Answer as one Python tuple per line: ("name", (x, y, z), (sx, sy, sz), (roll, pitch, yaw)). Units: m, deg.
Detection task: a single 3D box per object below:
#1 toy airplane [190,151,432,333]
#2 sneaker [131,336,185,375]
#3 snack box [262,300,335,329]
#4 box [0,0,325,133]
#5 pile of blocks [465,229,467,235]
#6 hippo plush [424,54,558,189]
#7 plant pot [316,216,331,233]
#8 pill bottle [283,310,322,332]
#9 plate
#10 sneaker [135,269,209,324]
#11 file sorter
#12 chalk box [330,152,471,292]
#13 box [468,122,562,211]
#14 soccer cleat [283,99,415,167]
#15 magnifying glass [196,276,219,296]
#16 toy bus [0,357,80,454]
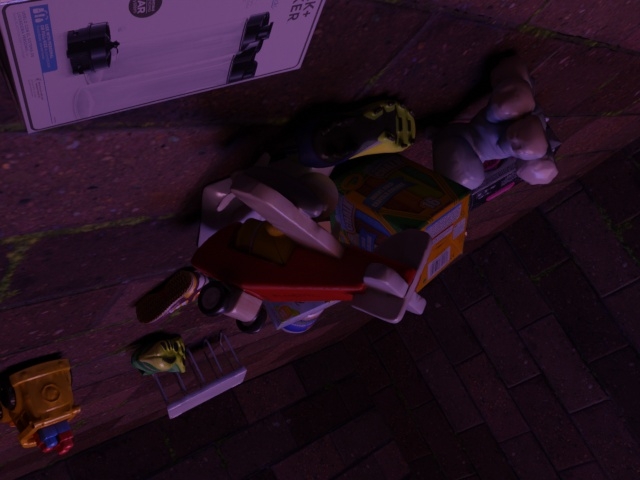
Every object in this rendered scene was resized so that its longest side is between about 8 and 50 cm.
("toy airplane", (0.000, 0.006, 0.995), (0.384, 0.272, 0.386), (12, 157, -16))
("sneaker", (-0.470, 0.336, 1.750), (0.123, 0.109, 0.295), (-7, 165, 1))
("snack box", (-0.059, 0.114, 1.574), (0.207, 0.174, 0.070), (-22, 163, -25))
("box", (-0.138, -0.210, 0.535), (0.290, 0.087, 0.169), (-22, 164, -27))
("pile of blocks", (0.307, -0.042, 1.923), (0.362, 0.149, 0.112), (-28, -149, 32))
("hippo plush", (0.323, -0.227, 1.209), (0.236, 0.234, 0.294), (-17, -146, 26))
("plant pot", (0.000, 0.000, 1.461), (0.236, 0.032, 0.236), (-7, 153, -4))
("pill bottle", (-0.072, 0.209, 1.911), (0.152, 0.152, 0.272), (-24, 163, -20))
("plate", (-0.098, -0.069, 1.159), (0.277, 0.045, 0.278), (-23, 164, -22))
("sneaker", (-0.332, 0.134, 1.349), (0.185, 0.069, 0.084), (-34, 159, 20))
("file sorter", (-0.418, 0.450, 2.032), (0.278, 0.173, 0.193), (-24, 163, -21))
("chalk box", (0.133, -0.057, 1.229), (0.180, 0.289, 0.179), (-35, 141, -29))
("box", (0.442, -0.209, 1.495), (0.247, 0.142, 0.163), (-31, 164, 2))
("soccer cleat", (0.058, -0.185, 1.031), (0.121, 0.093, 0.289), (-1, -166, 44))
("magnifying glass", (-0.274, 0.108, 1.466), (0.231, 0.026, 0.092), (-30, 166, -4))
("toy bus", (-0.653, 0.407, 1.395), (0.149, 0.211, 0.220), (-13, 160, -49))
